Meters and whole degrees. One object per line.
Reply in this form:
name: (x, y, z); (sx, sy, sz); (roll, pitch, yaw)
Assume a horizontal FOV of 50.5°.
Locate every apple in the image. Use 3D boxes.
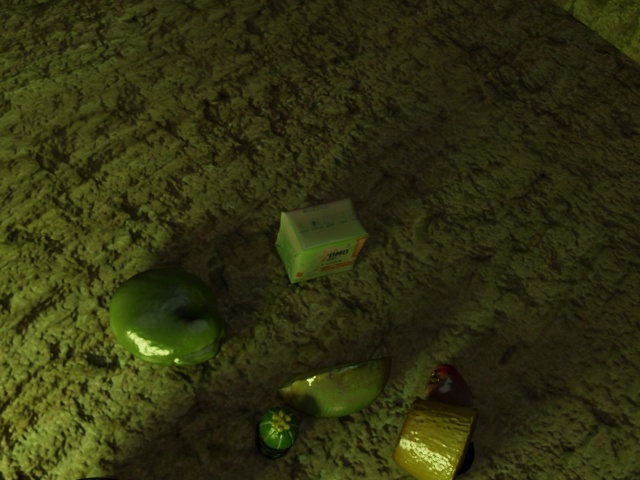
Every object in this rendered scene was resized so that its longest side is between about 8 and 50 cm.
apple: (0.052, 0.341, 1.568); (0.264, 0.193, 0.120); (-10, 71, -21)

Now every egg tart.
egg tart: (0.267, 0.456, 1.535); (0.170, 0.215, 0.215); (22, 55, 15)

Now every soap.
soap: (0.000, 0.000, 1.769); (0.199, 0.182, 0.139); (-13, 62, -19)

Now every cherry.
cherry: (0.307, 0.366, 1.663); (0.106, 0.087, 0.126); (-32, 88, -29)

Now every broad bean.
broad bean: (-0.358, 0.182, 1.615); (0.290, 0.119, 0.238); (23, 65, 6)

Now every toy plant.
toy plant: (-0.096, 0.421, 1.491); (0.092, 0.162, 0.093); (6, 58, -9)

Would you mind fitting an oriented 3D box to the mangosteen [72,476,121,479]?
mangosteen: (-0.426, 0.580, 1.245); (0.300, 0.300, 0.301); (6, 57, -9)
